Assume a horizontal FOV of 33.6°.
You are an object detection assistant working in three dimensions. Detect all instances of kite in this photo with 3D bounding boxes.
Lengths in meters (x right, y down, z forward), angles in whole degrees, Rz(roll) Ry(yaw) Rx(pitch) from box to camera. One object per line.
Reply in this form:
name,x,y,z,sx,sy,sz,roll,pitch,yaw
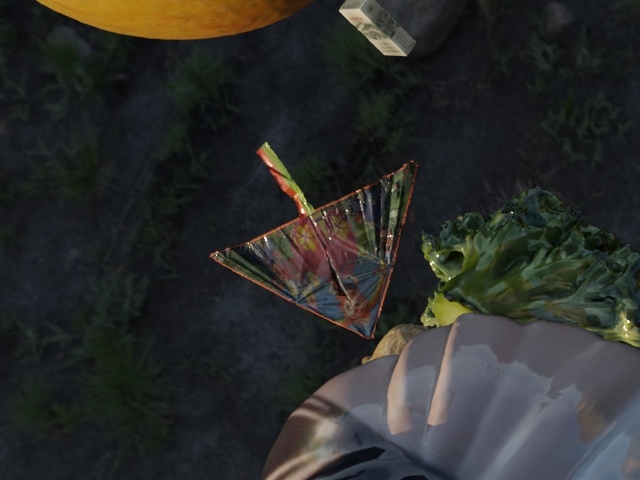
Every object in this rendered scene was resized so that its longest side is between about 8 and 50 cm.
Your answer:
kite,0.000,0.000,0.749,0.190,0.010,0.159,-22,98,31

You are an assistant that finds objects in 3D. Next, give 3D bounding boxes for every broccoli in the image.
broccoli,0.236,0.074,1.271,0.288,0.245,0.248,-22,95,54

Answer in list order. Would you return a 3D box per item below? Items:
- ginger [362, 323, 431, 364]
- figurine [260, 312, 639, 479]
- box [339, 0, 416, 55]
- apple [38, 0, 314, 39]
ginger,0.111,0.242,1.171,0.081,0.334,0.148,-30,25,-28
figurine,0.114,0.182,0.457,0.211,0.361,0.253,-1,47,38
box,0.067,-0.251,1.242,0.024,0.083,0.054,-54,28,-6
apple,-0.085,-0.266,0.671,0.275,0.299,0.299,18,81,15
